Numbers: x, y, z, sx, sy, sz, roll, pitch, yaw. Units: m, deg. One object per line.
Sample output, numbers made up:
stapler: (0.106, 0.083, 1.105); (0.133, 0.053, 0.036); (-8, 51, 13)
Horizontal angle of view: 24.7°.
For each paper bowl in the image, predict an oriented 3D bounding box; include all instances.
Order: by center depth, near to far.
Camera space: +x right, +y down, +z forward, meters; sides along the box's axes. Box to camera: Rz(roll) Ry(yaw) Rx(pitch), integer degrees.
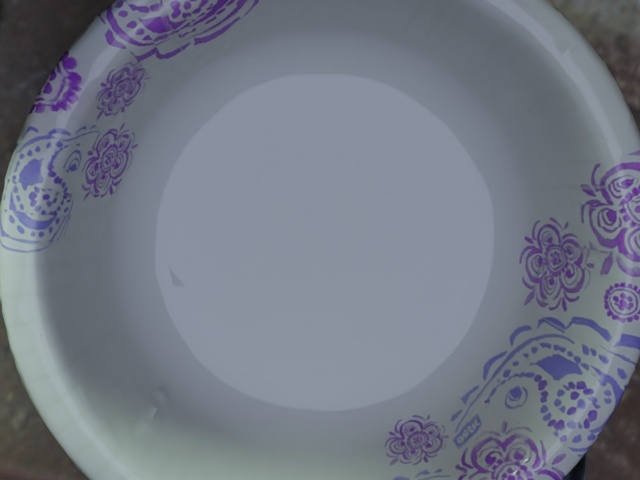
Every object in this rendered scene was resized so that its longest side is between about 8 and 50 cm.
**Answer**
paper bowl: (0.000, 0.000, 0.682); (0.284, 0.148, 0.284); (-1, 98, -6)

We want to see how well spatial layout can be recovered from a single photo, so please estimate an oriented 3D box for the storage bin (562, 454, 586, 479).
storage bin: (0.081, 0.162, 0.760); (0.091, 0.098, 0.135); (7, 99, 2)
